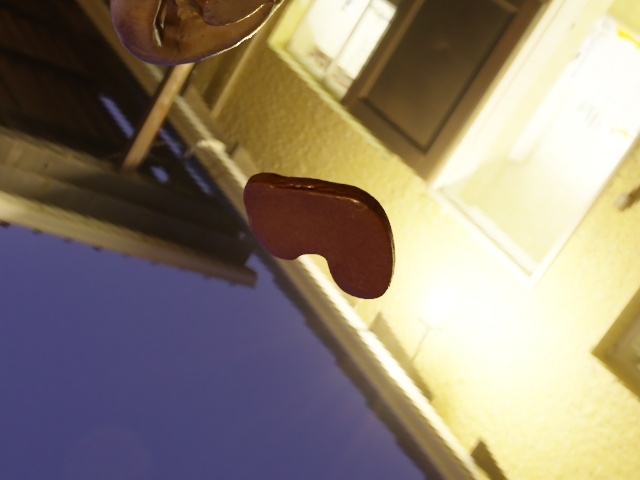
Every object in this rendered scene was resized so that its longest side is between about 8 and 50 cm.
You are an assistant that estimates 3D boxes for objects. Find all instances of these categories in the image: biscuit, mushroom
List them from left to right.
[{"bbox_3d":[-0.137,-0.317,1.233,0.146,0.278,0.278,49,-158,23],"label":"mushroom"},{"bbox_3d":[0.000,0.000,1.354,0.192,0.186,0.036,10,-133,17],"label":"biscuit"}]
